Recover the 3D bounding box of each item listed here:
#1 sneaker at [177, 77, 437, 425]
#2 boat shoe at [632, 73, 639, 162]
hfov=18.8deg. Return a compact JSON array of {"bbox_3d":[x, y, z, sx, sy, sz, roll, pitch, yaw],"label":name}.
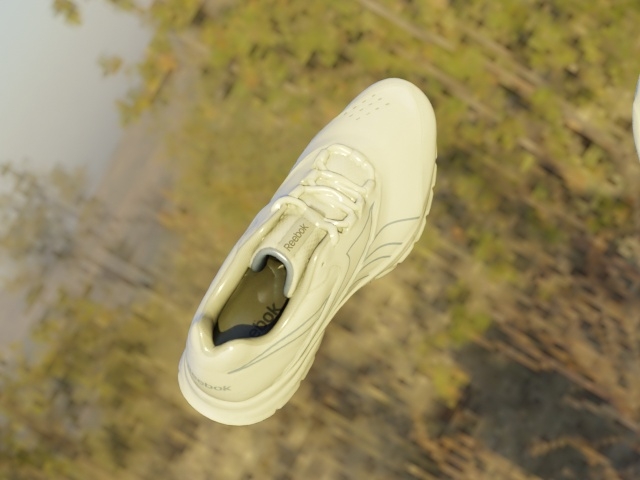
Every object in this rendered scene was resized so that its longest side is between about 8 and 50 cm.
[{"bbox_3d":[0.000,0.000,1.425,0.297,0.111,0.129,-59,-10,-17],"label":"sneaker"},{"bbox_3d":[0.296,-0.133,1.494,0.081,0.079,0.227,-121,33,-67],"label":"boat shoe"}]
